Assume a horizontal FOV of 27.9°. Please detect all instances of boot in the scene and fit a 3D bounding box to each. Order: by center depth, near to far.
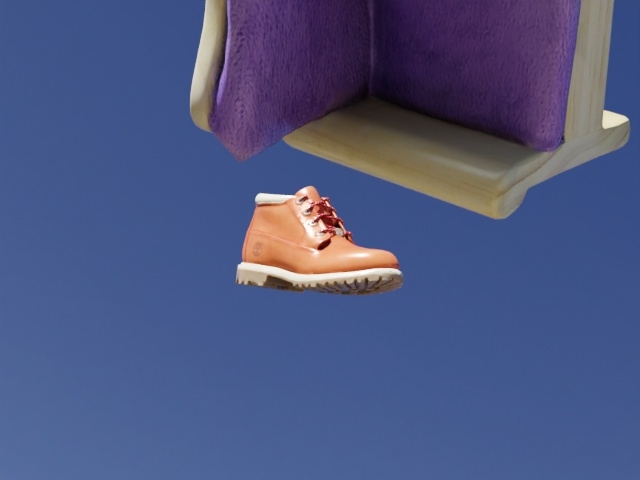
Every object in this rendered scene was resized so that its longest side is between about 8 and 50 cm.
[{"bbox_3d":[0.000,0.000,0.991,0.158,0.084,0.059,6,-6,41],"label":"boot"}]

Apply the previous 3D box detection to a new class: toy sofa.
[{"bbox_3d":[0.050,-0.199,0.582,0.150,0.177,0.362,22,-59,39],"label":"toy sofa"}]
